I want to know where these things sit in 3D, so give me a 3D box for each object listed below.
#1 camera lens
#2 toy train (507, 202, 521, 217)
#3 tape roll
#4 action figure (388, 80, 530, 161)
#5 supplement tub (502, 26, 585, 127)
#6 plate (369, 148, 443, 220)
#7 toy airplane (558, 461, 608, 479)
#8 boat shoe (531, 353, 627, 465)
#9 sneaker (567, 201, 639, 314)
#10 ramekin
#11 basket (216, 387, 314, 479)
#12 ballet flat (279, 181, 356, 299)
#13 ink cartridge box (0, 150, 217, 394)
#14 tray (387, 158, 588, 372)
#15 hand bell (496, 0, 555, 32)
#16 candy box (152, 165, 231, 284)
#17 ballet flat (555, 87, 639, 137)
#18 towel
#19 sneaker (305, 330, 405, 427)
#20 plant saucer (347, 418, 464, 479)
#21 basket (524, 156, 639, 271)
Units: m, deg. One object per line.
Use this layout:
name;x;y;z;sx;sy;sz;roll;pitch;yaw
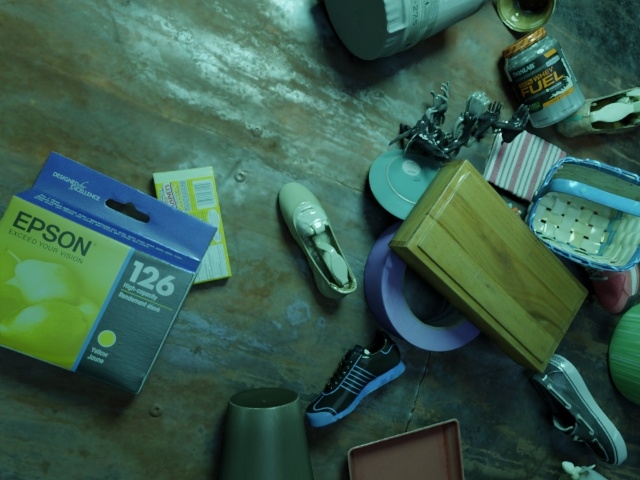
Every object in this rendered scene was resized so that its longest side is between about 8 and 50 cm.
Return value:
camera lens;0.168;-0.485;0.840;0.274;0.219;0.220;-32;100;-14
toy train;0.427;0.006;1.026;0.125;0.046;0.167;-20;97;-16
tape roll;0.232;0.083;0.943;0.274;0.090;0.275;-1;92;-19
action figure;0.271;-0.242;0.915;0.275;0.164;0.141;-13;126;-24
supplement tub;0.484;-0.356;0.999;0.117;0.117;0.191;-36;101;-14
plate;0.190;-0.118;0.909;0.187;0.024;0.188;5;60;-8
toy airplane;0.569;0.621;0.908;0.383;0.386;0.273;2;103;-19
boat shoe;0.592;0.414;1.058;0.102;0.108;0.301;-36;99;-14
sneaker;0.645;0.021;1.078;0.136;0.116;0.315;-6;86;-7
ramekin;0.869;0.292;1.120;0.302;0.148;0.304;0;91;-18
basket;-0.098;0.395;0.816;0.204;0.154;0.227;1;88;-18
ballet flat;0.000;0.000;0.870;0.086;0.086;0.249;-29;99;-15
ink cartridge box;-0.372;0.054;0.747;0.303;0.072;0.308;25;89;-12
tray;0.341;0.058;0.889;0.410;0.076;0.203;41;78;-19
hand bell;0.511;-0.589;1.025;0.126;0.126;0.242;48;65;-13
candy box;-0.230;-0.025;0.823;0.105;0.027;0.206;-10;94;-14
ballet flat;0.711;-0.303;1.078;0.315;0.106;0.108;-18;97;-17
towel;0.468;-0.170;1.047;0.196;0.029;0.144;21;88;-17
sneaker;0.058;0.268;0.900;0.232;0.081;0.091;-29;97;-22
plant saucer;0.181;0.521;0.958;0.258;0.047;0.260;-8;94;-18
basket;0.545;-0.050;0.892;0.254;0.289;0.201;22;88;11
